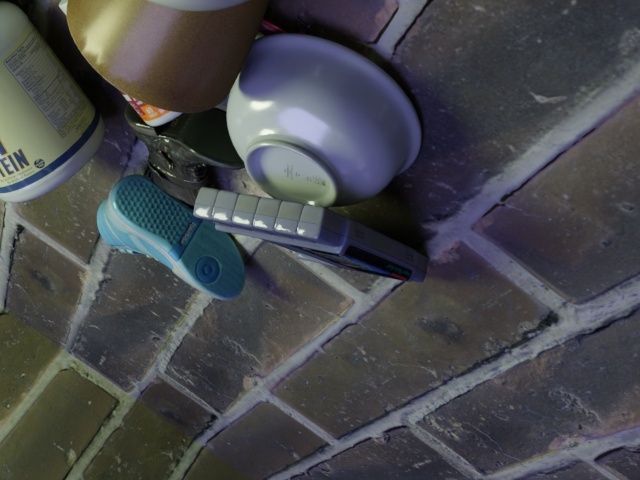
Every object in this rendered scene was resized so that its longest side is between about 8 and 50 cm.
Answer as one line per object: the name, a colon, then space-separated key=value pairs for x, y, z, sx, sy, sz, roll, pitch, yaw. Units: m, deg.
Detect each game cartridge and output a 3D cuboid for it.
game cartridge: x=0.000 y=0.000 z=1.375 sx=0.230 sy=0.068 sz=0.355 roll=16 pitch=177 yaw=32

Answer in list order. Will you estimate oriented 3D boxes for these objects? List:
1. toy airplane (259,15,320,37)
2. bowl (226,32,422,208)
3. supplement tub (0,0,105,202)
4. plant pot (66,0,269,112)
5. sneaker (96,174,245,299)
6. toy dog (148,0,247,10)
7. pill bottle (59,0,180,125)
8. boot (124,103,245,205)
toy airplane: x=-0.042 y=-0.260 z=1.249 sx=0.151 sy=0.028 sz=0.151 roll=20 pitch=149 yaw=13
bowl: x=-0.018 y=-0.136 z=1.265 sx=0.297 sy=0.134 sz=0.298 roll=20 pitch=151 yaw=11
supplement tub: x=-0.546 y=-0.251 z=1.516 sx=0.235 sy=0.235 sz=0.325 roll=2 pitch=137 yaw=41
plant pot: x=-0.153 y=-0.327 z=1.098 sx=0.237 sy=0.237 sz=0.254 roll=38 pitch=132 yaw=-8
sneaker: x=-0.301 y=0.005 z=1.765 sx=0.319 sy=0.127 sz=0.208 roll=44 pitch=153 yaw=-17
toy dog: x=-0.058 y=-0.366 z=0.756 sx=0.284 sy=0.408 sz=0.395 roll=19 pitch=145 yaw=23
pill bottle: x=-0.276 y=-0.289 z=1.332 sx=0.121 sy=0.121 sz=0.221 roll=-5 pitch=133 yaw=45
boot: x=-0.209 y=-0.131 z=1.539 sx=0.263 sy=0.091 sz=0.229 roll=24 pitch=153 yaw=22
